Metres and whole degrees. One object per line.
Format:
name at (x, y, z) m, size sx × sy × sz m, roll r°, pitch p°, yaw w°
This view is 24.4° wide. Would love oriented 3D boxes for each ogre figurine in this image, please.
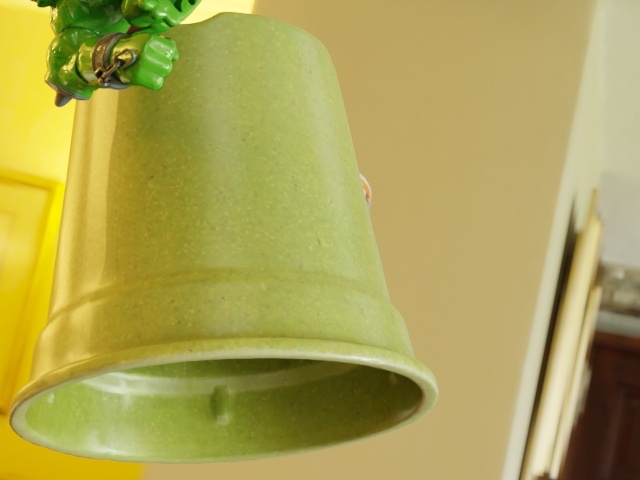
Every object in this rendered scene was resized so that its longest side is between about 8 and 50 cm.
ogre figurine at (-0.121, -0.157, 0.897) m, size 0.097 × 0.197 × 0.118 m, roll 6°, pitch -26°, yaw -44°

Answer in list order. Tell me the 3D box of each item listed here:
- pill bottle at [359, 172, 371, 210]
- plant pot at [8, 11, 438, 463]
pill bottle at (0.000, 0.000, 1.486) m, size 0.086 × 0.152 × 0.086 m, roll 7°, pitch -42°, yaw 7°
plant pot at (-0.069, -0.003, 0.998) m, size 0.276 × 0.254 × 0.276 m, roll -4°, pitch -21°, yaw -1°
